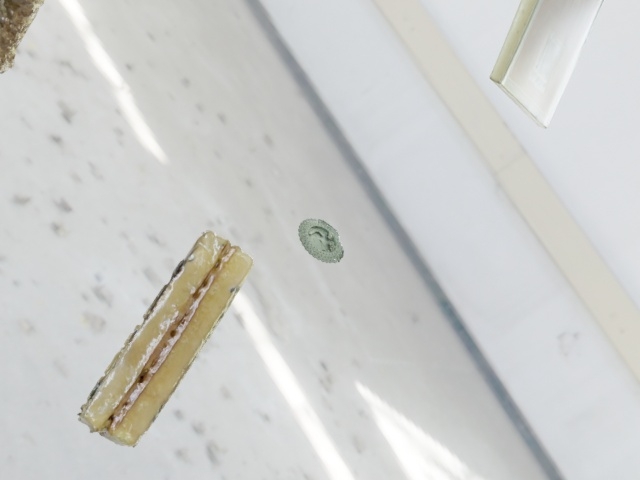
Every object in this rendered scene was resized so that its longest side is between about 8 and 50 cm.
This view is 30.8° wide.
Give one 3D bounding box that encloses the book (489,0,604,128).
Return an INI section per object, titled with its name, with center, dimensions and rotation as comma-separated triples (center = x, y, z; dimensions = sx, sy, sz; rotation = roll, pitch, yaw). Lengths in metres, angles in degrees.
[book]
center = 0.230, -0.233, 1.062
dimensions = 0.018, 0.241, 0.170
rotation = 24, 1, 27

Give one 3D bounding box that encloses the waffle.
[waffle]
center = -0.270, 0.172, 1.970
dimensions = 0.114, 0.376, 0.261
rotation = 35, -15, -8

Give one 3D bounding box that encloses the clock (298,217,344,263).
[clock]
center = 0.000, 0.000, 1.663
dimensions = 0.083, 0.010, 0.074
rotation = 4, 58, -45

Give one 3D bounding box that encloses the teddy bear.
[teddy bear]
center = -0.644, -0.382, 2.051
dimensions = 0.223, 0.296, 0.246
rotation = -15, 55, -38
